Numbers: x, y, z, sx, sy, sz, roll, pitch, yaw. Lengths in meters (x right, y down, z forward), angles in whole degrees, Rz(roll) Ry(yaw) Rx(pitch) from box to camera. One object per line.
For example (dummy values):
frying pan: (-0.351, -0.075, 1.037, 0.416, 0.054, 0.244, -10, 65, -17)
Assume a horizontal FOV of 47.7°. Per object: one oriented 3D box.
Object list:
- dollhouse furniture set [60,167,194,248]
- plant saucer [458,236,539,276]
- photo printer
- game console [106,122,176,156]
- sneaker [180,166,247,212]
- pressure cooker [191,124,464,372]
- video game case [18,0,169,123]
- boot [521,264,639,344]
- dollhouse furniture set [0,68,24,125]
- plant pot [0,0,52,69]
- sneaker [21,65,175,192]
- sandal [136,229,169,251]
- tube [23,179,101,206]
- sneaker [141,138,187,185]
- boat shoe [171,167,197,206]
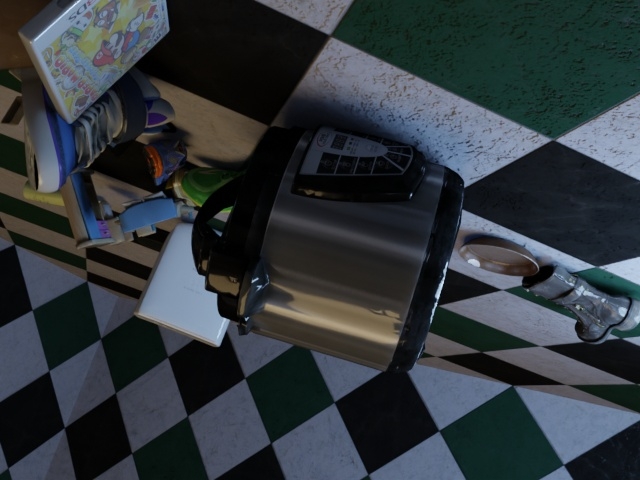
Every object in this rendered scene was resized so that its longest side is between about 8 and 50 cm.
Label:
dollhouse furniture set: (-0.465, -0.119, 1.854, 0.303, 0.198, 0.286, -16, 180, 8)
plant saucer: (0.373, 0.031, 1.511, 0.168, 0.029, 0.168, 16, 163, 5)
photo printer: (-0.345, 0.113, 2.035, 0.256, 0.307, 0.107, 23, 162, -7)
game console: (-0.373, -0.221, 1.398, 0.085, 0.124, 0.144, 40, 175, 29)
sneaker: (-0.152, -0.114, 1.508, 0.295, 0.109, 0.123, 13, 144, 15)
pressure cooker: (-0.002, 0.006, 1.220, 0.420, 0.375, 0.370, 16, 166, 6)
video game case: (-0.277, -0.269, 0.931, 0.026, 0.206, 0.227, 40, 164, 3)
boot: (0.544, 0.128, 1.573, 0.229, 0.091, 0.263, 24, 160, 1)
dollhouse furniture set: (-0.572, -0.279, 1.367, 0.091, 0.114, 0.081, 10, 157, 33)
plant pot: (-0.426, -0.316, 0.915, 0.229, 0.263, 0.263, 5, 168, -20)
sneaker: (-0.337, -0.192, 1.130, 0.236, 0.323, 0.130, -4, 128, -22)
sandal: (-0.378, 0.072, 2.293, 0.445, 0.107, 0.167, 14, 163, 13)
tube: (-0.756, -0.126, 2.151, 0.240, 0.062, 0.070, 13, -156, 1)
sneaker: (-0.319, -0.167, 1.510, 0.087, 0.083, 0.221, -22, -171, -13)
boat shoe: (-0.289, -0.124, 1.670, 0.072, 0.068, 0.190, 4, 172, 5)
